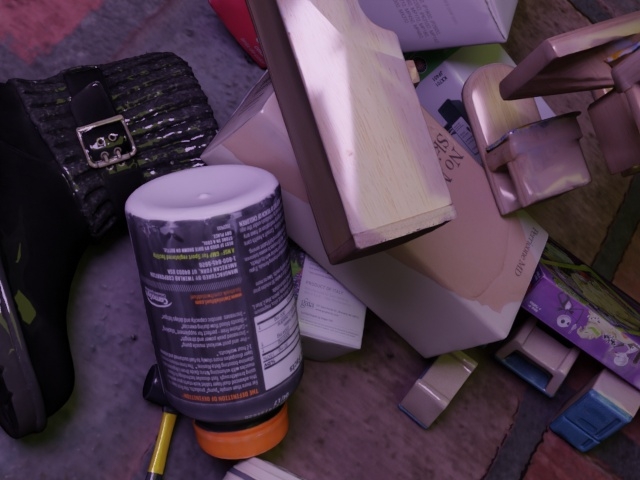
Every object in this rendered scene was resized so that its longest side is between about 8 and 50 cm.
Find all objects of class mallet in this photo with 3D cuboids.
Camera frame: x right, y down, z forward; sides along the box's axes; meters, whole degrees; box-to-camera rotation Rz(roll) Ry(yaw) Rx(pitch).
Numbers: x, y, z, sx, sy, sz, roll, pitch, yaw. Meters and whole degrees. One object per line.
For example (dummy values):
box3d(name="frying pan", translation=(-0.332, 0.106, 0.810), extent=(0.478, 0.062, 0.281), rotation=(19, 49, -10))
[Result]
box3d(name="mallet", translation=(-0.146, 0.215, 0.803), extent=(0.062, 0.039, 0.189), rotation=(12, 74, -23))

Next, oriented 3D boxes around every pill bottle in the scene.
box3d(name="pill bottle", translation=(-0.085, 0.068, 0.741), extent=(0.130, 0.130, 0.245), rotation=(-19, 116, -28))

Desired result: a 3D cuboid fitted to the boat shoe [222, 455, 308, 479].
box3d(name="boat shoe", translation=(0.107, 0.376, 0.788), extent=(0.500, 0.187, 0.156), rotation=(30, 74, -9))

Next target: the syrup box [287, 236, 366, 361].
box3d(name="syrup box", translation=(0.000, 0.000, 0.900), extent=(0.096, 0.093, 0.236), rotation=(17, 68, -20))

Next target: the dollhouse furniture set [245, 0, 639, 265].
box3d(name="dollhouse furniture set", translation=(0.162, -0.165, 0.637), extent=(0.394, 0.362, 0.256), rotation=(-18, 86, -7))

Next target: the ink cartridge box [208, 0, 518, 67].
box3d(name="ink cartridge box", translation=(0.061, -0.316, 0.905), extent=(0.131, 0.306, 0.226), rotation=(51, 51, -48))

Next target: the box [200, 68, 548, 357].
box3d(name="box", translation=(0.059, -0.041, 0.811), extent=(0.311, 0.121, 0.148), rotation=(41, 57, -17))

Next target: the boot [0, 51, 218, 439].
box3d(name="boot", translation=(-0.206, -0.014, 0.790), extent=(0.260, 0.131, 0.347), rotation=(-9, 81, -30))

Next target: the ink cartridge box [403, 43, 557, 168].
box3d(name="ink cartridge box", translation=(0.166, -0.152, 0.991), extent=(0.087, 0.153, 0.208), rotation=(-41, 92, -28))

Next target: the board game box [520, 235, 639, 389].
box3d(name="board game box", translation=(0.357, 0.108, 0.986), extent=(0.347, 0.208, 0.056), rotation=(35, 105, -10))

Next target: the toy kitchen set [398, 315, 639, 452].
box3d(name="toy kitchen set", translation=(0.214, 0.189, 0.948), extent=(0.207, 0.122, 0.166), rotation=(36, 61, 12))
